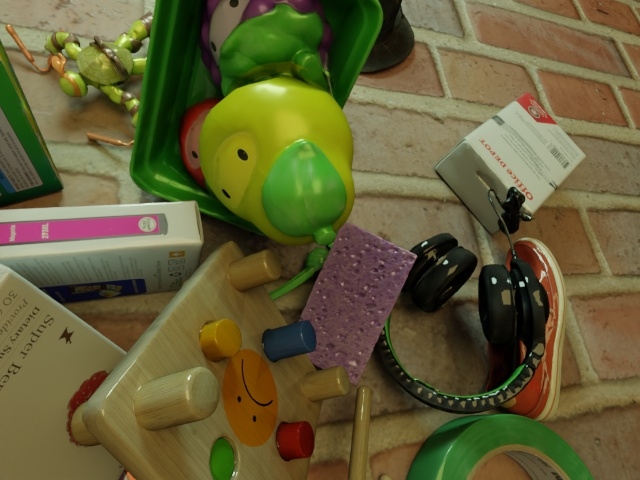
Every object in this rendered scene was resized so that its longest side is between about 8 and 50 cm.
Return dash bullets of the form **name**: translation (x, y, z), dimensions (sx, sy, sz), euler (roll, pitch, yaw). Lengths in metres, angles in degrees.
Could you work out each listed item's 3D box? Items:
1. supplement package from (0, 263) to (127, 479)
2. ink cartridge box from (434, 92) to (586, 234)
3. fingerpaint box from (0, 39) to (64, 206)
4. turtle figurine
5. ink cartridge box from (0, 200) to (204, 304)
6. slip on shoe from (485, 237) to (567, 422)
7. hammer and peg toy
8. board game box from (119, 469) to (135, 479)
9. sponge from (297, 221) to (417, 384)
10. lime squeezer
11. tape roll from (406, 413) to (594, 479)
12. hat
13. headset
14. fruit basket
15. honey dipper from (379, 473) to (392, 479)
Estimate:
- **supplement package**: translation (-0.292, 0.140, 0.347), dimensions (0.175, 0.293, 0.177), euler (16, 60, 12)
- **ink cartridge box**: translation (0.409, -0.169, 0.874), dimensions (0.273, 0.114, 0.197), euler (-35, 84, -30)
- **fingerpaint box**: translation (-0.460, -0.285, 0.408), dimensions (0.163, 0.445, 0.371), euler (-24, 78, -27)
- **turtle figurine**: translation (-0.346, -0.296, 0.662), dimensions (0.269, 0.087, 0.217), euler (42, 60, 1)
- **ink cartridge box**: translation (-0.332, 0.029, 0.470), dimensions (0.371, 0.176, 0.069), euler (-7, 70, -23)
- **slip on shoe**: translation (0.353, 0.139, 0.719), dimensions (0.101, 0.123, 0.331), euler (19, 67, -8)
- **hammer and peg toy**: translation (-0.055, 0.202, 0.444), dimensions (0.361, 0.127, 0.266), euler (61, 22, -21)
- **board game box**: translation (-0.198, 0.351, 0.444), dimensions (0.347, 0.056, 0.208), euler (-37, 74, -30)
- **sponge**: translation (0.044, 0.090, 0.593), dimensions (0.117, 0.031, 0.210), euler (25, 93, 8)
- **lime squeezer**: translation (0.000, 0.000, 0.660), dimensions (0.110, 0.059, 0.310), euler (53, 53, -41)
- **tape roll**: translation (0.271, 0.423, 0.580), dimensions (0.321, 0.077, 0.321), euler (8, 65, -17)
- **hat**: translation (0.099, -0.542, 0.915), dimensions (0.331, 0.134, 0.331), euler (8, 65, -18)
- **headset**: translation (0.251, 0.085, 0.674), dimensions (0.243, 0.185, 0.394), euler (23, 74, 24)
- **fruit basket**: translation (-0.089, -0.149, 0.508), dimensions (0.283, 0.392, 0.392), euler (21, 62, -11)
- **honey dipper**: translation (0.059, 0.394, 0.541), dimensions (0.030, 0.030, 0.160), euler (34, 57, -4)
